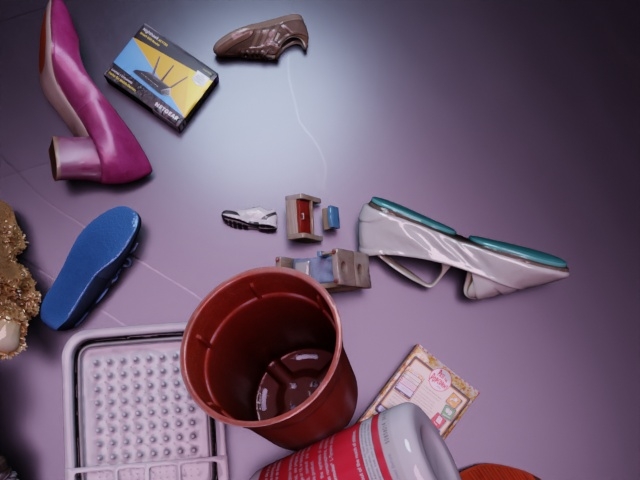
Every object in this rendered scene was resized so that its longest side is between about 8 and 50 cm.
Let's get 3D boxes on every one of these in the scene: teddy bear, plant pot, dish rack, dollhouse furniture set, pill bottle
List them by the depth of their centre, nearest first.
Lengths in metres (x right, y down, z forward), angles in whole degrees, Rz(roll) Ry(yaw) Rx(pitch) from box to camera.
[{"bbox_3d":[0.020,0.450,1.558,0.407,0.229,0.229,-27,82,13],"label":"pill bottle"},{"bbox_3d":[-0.063,0.223,1.590,0.272,0.265,0.273,-7,60,13],"label":"plant pot"},{"bbox_3d":[-0.593,0.067,1.617,0.113,0.245,0.338,-48,55,28],"label":"teddy bear"},{"bbox_3d":[-0.313,0.320,1.684,0.285,0.072,0.333,-4,80,-3],"label":"dish rack"},{"bbox_3d":[0.000,0.000,1.703,0.129,0.129,0.184,-9,80,28],"label":"dollhouse furniture set"}]

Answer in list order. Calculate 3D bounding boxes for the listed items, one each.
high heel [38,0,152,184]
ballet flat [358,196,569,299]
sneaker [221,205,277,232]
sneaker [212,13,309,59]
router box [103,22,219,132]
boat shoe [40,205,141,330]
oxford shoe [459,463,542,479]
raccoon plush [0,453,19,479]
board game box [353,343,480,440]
[{"bbox_3d":[-0.432,-0.283,1.783,0.181,0.127,0.377,-3,78,-26],"label":"high heel"},{"bbox_3d":[0.255,0.036,1.749,0.400,0.139,0.139,18,80,5],"label":"ballet flat"},{"bbox_3d":[-0.134,-0.045,1.779,0.109,0.040,0.044,10,63,-5],"label":"sneaker"},{"bbox_3d":[-0.113,-0.381,1.820,0.188,0.066,0.071,-21,83,-6],"label":"sneaker"},{"bbox_3d":[-0.305,-0.314,1.808,0.179,0.046,0.133,34,80,3],"label":"router box"},{"bbox_3d":[-0.420,0.048,1.722,0.109,0.089,0.258,39,85,17],"label":"boat shoe"},{"bbox_3d":[0.280,0.473,1.694,0.271,0.097,0.098,-1,113,-10],"label":"oxford shoe"},{"bbox_3d":[-0.700,0.277,1.597,0.216,0.299,0.447,-26,125,-15],"label":"raccoon plush"},{"bbox_3d":[0.177,0.311,1.724,0.146,0.045,0.193,39,81,4],"label":"board game box"}]
